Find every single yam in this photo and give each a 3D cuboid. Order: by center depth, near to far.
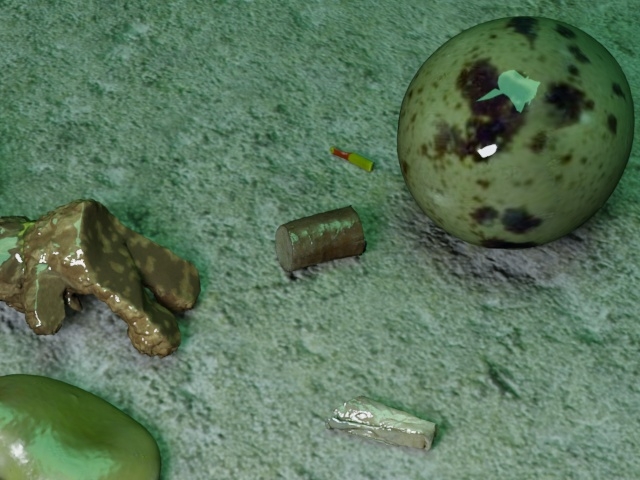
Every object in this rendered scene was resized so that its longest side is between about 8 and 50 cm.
[{"bbox_3d":[0.000,-0.003,2.218,0.127,0.084,0.084,-12,43,-21],"label":"yam"}]

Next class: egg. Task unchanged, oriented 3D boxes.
[{"bbox_3d":[0.300,-0.170,2.231,0.345,0.345,0.428,20,34,18],"label":"egg"}]

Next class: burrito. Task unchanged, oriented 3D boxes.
[{"bbox_3d":[0.084,0.244,1.961,0.149,0.041,0.055,13,55,11],"label":"burrito"}]

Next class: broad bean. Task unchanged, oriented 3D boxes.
[{"bbox_3d":[-0.329,0.265,1.874,0.263,0.121,0.189,27,39,4],"label":"broad bean"}]

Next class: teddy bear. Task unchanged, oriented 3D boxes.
[{"bbox_3d":[-0.349,0.065,2.081,0.296,0.222,0.246,45,31,-17],"label":"teddy bear"}]

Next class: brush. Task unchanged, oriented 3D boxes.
[{"bbox_3d":[0.053,-0.138,2.423,0.083,0.018,0.021,24,35,22],"label":"brush"}]
